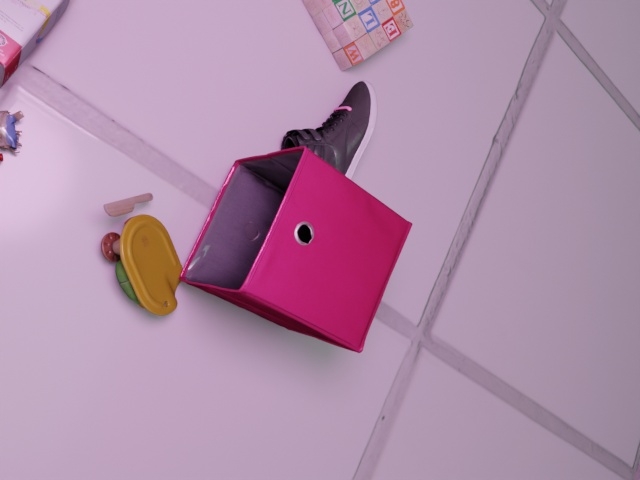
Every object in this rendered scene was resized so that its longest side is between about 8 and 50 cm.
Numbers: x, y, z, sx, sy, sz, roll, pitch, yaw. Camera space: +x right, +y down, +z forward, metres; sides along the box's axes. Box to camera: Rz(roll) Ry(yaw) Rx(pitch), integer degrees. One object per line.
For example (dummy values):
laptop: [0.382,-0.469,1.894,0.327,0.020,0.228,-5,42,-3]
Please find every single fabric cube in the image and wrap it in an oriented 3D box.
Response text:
fabric cube: [-0.045,0.019,1.024,0.258,0.259,0.254,32,74,-30]

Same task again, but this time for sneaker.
sneaker: [0.013,-0.219,1.178,0.147,0.104,0.296,27,79,-33]

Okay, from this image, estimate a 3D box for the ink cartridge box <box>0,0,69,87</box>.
ink cartridge box: [-0.479,-0.348,0.868,0.128,0.127,0.176,38,70,-24]

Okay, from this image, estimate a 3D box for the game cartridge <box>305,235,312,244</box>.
game cartridge: [0.000,0.000,1.217,0.056,0.017,0.083,46,67,-26]

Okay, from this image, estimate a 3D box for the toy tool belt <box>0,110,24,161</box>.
toy tool belt: [-0.487,-0.161,0.903,0.051,0.052,0.083,-4,91,-23]

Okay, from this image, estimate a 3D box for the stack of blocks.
stack of blocks: [0.050,-0.537,1.222,0.171,0.087,0.297,-40,108,-26]

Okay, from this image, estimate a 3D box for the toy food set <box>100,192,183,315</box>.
toy food set: [-0.315,0.028,0.997,0.128,0.071,0.218,-47,124,-60]
